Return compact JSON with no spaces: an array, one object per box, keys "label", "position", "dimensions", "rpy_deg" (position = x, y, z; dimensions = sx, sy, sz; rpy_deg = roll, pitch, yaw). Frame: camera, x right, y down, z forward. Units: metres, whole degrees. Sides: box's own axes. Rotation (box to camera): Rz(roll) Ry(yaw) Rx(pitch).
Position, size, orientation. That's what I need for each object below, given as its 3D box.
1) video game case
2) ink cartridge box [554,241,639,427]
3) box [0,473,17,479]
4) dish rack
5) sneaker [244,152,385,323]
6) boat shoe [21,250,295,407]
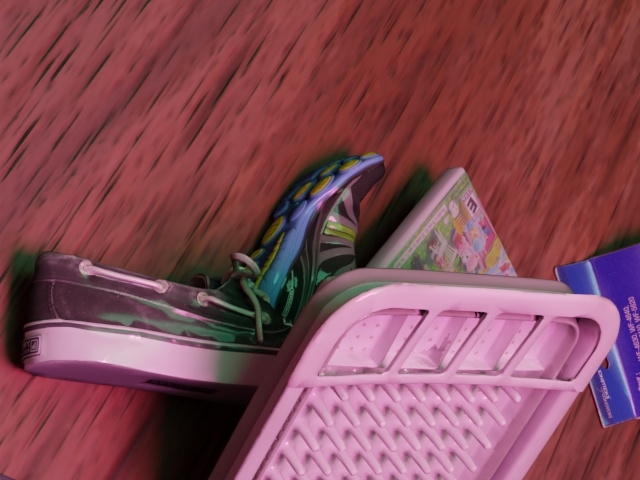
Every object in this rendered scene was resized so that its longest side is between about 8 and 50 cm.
[{"label":"video game case","position":[0.105,0.075,1.514],"dimensions":[0.212,0.023,0.193],"rpy_deg":[-49,122,-38]},{"label":"ink cartridge box","position":[0.383,0.071,1.740],"dimensions":[0.333,0.065,0.165],"rpy_deg":[-12,82,-39]},{"label":"box","position":[-0.311,0.167,1.034],"dimensions":[0.261,0.184,0.103],"rpy_deg":[34,53,-49]},{"label":"dish rack","position":[0.044,0.146,1.318],"dimensions":[0.285,0.333,0.072],"rpy_deg":[4,36,-39]},{"label":"sneaker","position":[0.000,0.000,1.471],"dimensions":[0.078,0.067,0.188],"rpy_deg":[48,56,-25]},{"label":"boat shoe","position":[-0.078,0.067,1.350],"dimensions":[0.306,0.113,0.105],"rpy_deg":[9,74,-22]}]
